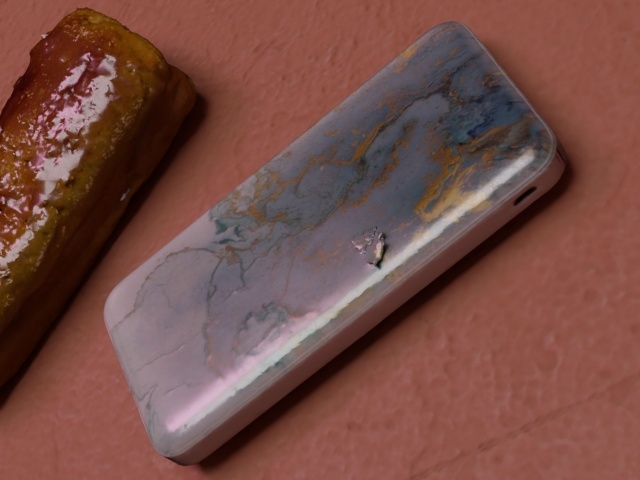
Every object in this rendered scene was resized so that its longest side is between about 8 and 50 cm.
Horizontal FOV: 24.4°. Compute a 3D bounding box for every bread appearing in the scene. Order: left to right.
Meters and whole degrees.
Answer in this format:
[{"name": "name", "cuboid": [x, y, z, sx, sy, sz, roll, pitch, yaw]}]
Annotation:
[{"name": "bread", "cuboid": [-0.199, -0.026, 0.986, 0.139, 0.077, 0.271, 34, 89, 45]}]

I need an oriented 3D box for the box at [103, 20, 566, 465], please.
[{"name": "box", "cuboid": [0.000, 0.000, 0.856, 0.285, 0.044, 0.142, -39, 45, 9]}]
